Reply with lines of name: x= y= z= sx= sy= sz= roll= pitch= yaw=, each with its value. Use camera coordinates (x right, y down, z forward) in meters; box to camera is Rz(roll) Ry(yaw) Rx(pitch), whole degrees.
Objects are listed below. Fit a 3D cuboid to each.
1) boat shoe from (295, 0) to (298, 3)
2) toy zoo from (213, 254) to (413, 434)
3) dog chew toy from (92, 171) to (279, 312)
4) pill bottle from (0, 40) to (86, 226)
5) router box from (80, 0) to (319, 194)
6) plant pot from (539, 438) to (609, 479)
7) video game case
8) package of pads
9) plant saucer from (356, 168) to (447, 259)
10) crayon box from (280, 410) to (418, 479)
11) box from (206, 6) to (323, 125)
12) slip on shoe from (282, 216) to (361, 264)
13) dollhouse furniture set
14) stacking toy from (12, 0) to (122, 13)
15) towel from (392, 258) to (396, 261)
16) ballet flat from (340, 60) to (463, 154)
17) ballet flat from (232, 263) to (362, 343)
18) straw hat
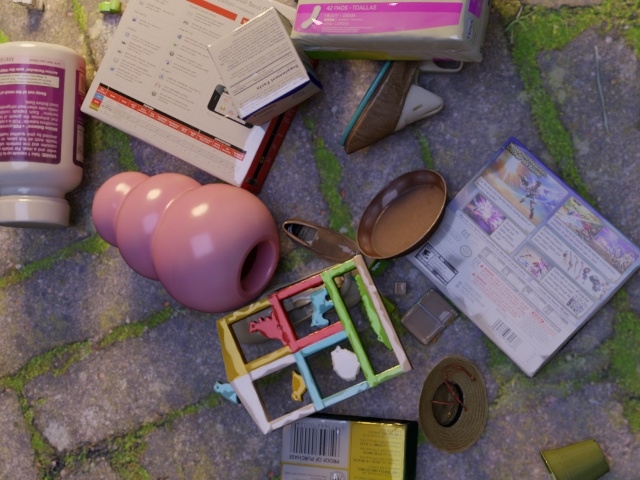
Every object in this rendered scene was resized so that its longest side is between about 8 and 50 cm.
boat shoe: x=0.022 y=-0.393 z=1.690 sx=0.228 sy=0.080 sz=0.076 roll=36 pitch=91 yaw=17
toy zoo: x=-0.031 y=0.168 z=1.595 sx=0.293 sy=0.030 sz=0.192 roll=-24 pitch=81 yaw=7
dog chew toy: x=-0.230 y=-0.016 z=1.684 sx=0.332 sy=0.207 sz=0.206 roll=23 pitch=93 yaw=28
pill bottle: x=-0.490 y=-0.174 z=1.794 sx=0.169 sy=0.169 sz=0.301 roll=-1 pitch=84 yaw=19
router box: x=-0.193 y=-0.281 z=1.748 sx=0.335 sy=0.082 sz=0.301 roll=27 pitch=94 yaw=19
plant pot: x=0.369 y=0.325 z=1.510 sx=0.079 sy=0.083 sz=0.083 roll=-26 pitch=77 yaw=3
video game case: x=0.303 y=0.023 z=1.564 sx=0.269 sy=0.061 sz=0.244 roll=45 pitch=101 yaw=17
package of pads: x=0.113 y=-0.385 z=1.545 sx=0.297 sy=0.101 sz=0.229 roll=7 pitch=79 yaw=31
plant saucer: x=0.129 y=-0.035 z=1.604 sx=0.168 sy=0.029 sz=0.168 roll=-31 pitch=37 yaw=26
crayon box: x=0.037 y=0.429 z=1.606 sx=0.202 sy=0.081 sz=0.318 roll=2 pitch=85 yaw=19
box: x=-0.086 y=-0.268 z=1.629 sx=0.126 sy=0.072 sz=0.137 roll=-28 pitch=78 yaw=13
slip on shoe: x=0.000 y=0.000 z=1.679 sx=0.135 sy=0.041 sz=0.051 roll=29 pitch=94 yaw=19
dollhouse furniture set: x=0.135 y=0.089 z=1.635 sx=0.152 sy=0.058 sz=0.076 roll=43 pitch=92 yaw=-2
stacking toy: x=-0.439 y=-0.494 z=1.868 sx=0.221 sy=0.052 sz=0.167 roll=8 pitch=88 yaw=19
towel: x=0.133 y=-0.009 z=1.634 sx=0.083 sy=0.009 sz=0.060 roll=-47 pitch=29 yaw=8
ballet flat: x=0.153 y=-0.273 z=1.630 sx=0.124 sy=0.116 sz=0.342 roll=25 pitch=89 yaw=1
ballet flat: x=-0.049 y=0.099 z=1.666 sx=0.248 sy=0.086 sz=0.086 roll=-24 pitch=78 yaw=16
straw hat: x=0.184 y=0.245 z=1.581 sx=0.061 sy=0.145 sz=0.144 roll=-5 pitch=81 yaw=57
